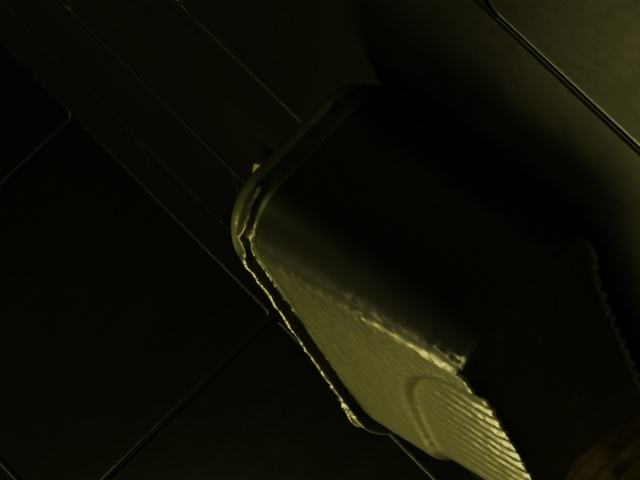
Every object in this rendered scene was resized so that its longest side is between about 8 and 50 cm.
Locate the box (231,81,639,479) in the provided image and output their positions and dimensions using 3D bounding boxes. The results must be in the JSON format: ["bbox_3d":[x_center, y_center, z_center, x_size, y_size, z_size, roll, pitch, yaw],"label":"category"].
[{"bbox_3d":[0.080,0.053,0.902,0.178,0.138,0.274,34,167,37],"label":"box"}]

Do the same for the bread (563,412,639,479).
[{"bbox_3d":[0.220,0.171,0.730,0.227,0.142,0.253,44,170,22],"label":"bread"}]

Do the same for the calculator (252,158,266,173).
[{"bbox_3d":[0.000,0.000,1.432,0.157,0.033,0.236,44,170,17],"label":"calculator"}]
